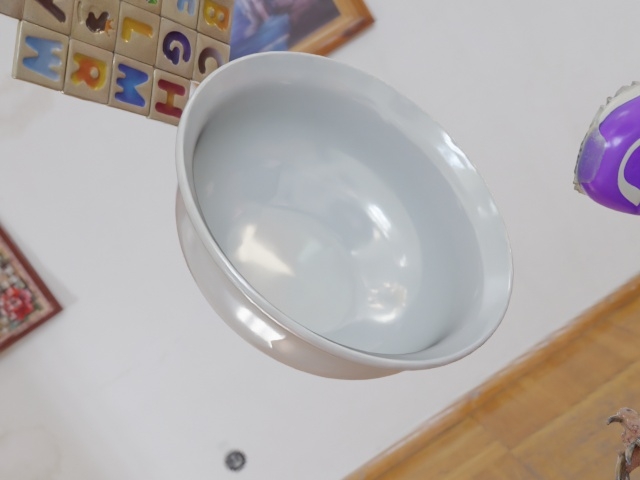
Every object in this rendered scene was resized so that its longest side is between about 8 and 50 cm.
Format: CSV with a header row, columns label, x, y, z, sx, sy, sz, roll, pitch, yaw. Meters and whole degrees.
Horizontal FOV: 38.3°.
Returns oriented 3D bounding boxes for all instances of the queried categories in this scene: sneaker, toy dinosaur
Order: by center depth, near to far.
label,x,y,z,sx,sy,sz,roll,pitch,yaw
sneaker,0.337,-0.050,0.704,0.293,0.102,0.146,0,25,-28
toy dinosaur,0.511,0.324,1.267,0.127,0.200,0.296,-63,0,-8

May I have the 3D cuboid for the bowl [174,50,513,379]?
label,x,y,z,sx,sy,sz,roll,pitch,yaw
bowl,0.000,0.000,0.752,0.134,0.298,0.298,-49,-1,43

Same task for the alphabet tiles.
label,x,y,z,sx,sy,sz,roll,pitch,yaw
alphabet tiles,-0.210,-0.282,0.973,0.011,0.285,0.342,3,-5,37
